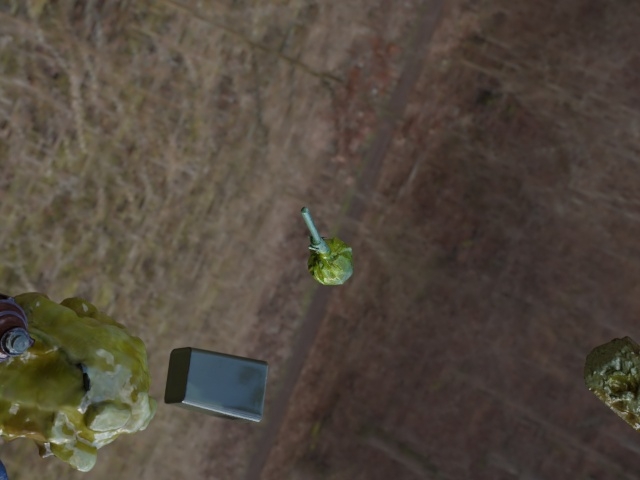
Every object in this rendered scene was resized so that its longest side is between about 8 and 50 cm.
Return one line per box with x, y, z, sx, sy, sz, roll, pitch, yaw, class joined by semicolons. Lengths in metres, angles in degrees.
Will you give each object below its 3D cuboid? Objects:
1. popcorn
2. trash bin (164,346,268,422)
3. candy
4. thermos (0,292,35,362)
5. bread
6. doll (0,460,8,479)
-0.378;0.203;1.800;0.252;0.286;0.215;-56;161;-29;popcorn
-0.102;0.138;1.179;0.043;0.092;0.061;-13;-115;48;trash bin
0.000;0.000;1.414;0.058;0.062;0.194;-41;156;-6;candy
-0.463;0.110;1.665;0.124;0.232;0.099;29;82;-48;thermos
0.288;0.139;1.084;0.060;0.110;0.066;-48;-172;-11;bread
-0.362;0.208;1.256;0.037;0.125;0.027;-27;164;-38;doll
